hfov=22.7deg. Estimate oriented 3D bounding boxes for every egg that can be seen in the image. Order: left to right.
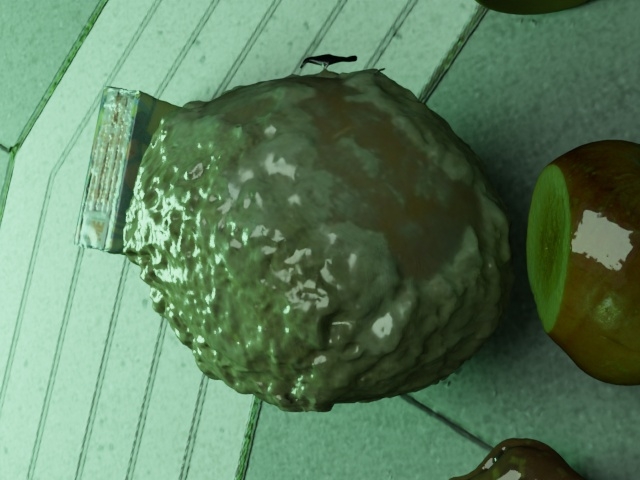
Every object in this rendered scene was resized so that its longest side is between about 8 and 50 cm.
[{"bbox_3d":[0.000,0.000,1.222,0.310,0.279,0.279,14,91,35],"label":"egg"}]

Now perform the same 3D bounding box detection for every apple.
[{"bbox_3d":[0.213,0.019,1.110,0.147,0.163,0.146,-59,8,27],"label":"apple"}]

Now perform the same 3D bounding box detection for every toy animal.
[{"bbox_3d":[0.204,0.225,1.144,0.230,0.066,0.224,-42,64,20],"label":"toy animal"}]

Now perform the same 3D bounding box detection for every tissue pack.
[{"bbox_3d":[-0.160,-0.057,1.445,0.060,0.109,0.148,9,87,35],"label":"tissue pack"}]

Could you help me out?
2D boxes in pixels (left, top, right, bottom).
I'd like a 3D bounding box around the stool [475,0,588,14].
[{"bbox_3d":[0.164,-0.244,1.228,0.134,0.135,0.110,0,75,-7],"label":"stool"}]
